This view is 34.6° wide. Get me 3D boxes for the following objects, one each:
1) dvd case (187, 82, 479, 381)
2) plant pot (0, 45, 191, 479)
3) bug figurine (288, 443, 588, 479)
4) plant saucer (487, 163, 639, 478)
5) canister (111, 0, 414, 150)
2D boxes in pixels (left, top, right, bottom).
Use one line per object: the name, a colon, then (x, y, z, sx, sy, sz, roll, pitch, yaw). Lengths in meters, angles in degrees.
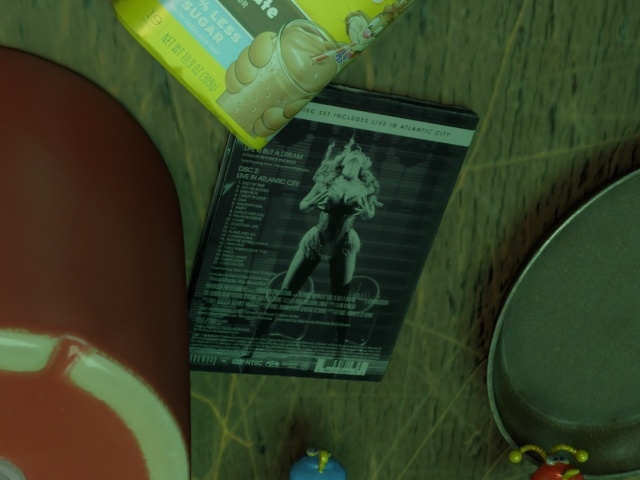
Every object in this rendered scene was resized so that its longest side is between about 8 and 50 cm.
dvd case: (0.000, 0.000, 0.707, 0.164, 0.018, 0.221, 7, 117, -23)
plant pot: (-0.186, 0.059, 0.537, 0.274, 0.243, 0.275, -9, 121, -16)
bug figurine: (0.078, 0.236, 0.822, 0.278, 0.072, 0.216, 5, 132, -12)
plant saucer: (0.266, 0.058, 0.823, 0.310, 0.050, 0.311, -10, 122, -16)
canister: (-0.016, -0.148, 0.572, 0.170, 0.073, 0.126, -43, 117, 7)
